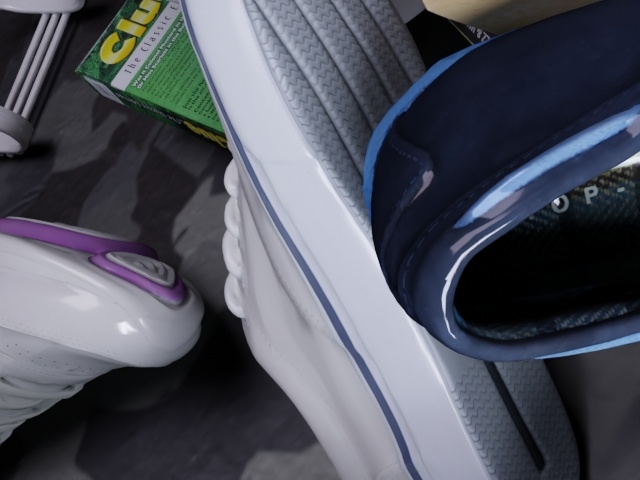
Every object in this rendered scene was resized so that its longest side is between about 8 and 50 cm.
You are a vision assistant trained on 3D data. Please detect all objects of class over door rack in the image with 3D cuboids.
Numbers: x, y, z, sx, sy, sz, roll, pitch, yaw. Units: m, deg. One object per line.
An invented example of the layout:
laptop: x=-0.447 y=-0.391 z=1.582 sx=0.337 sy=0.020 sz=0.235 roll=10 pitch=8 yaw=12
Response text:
over door rack: x=-0.290 y=-0.173 z=0.892 sx=0.324 sy=0.108 sz=0.239 roll=0 pitch=64 yaw=41

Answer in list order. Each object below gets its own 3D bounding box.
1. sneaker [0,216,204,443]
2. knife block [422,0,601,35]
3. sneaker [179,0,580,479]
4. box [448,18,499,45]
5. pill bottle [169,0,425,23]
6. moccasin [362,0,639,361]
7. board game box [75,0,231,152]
sneaker: x=-0.171 y=0.068 z=0.655 sx=0.305 sy=0.114 sz=0.152 roll=-4 pitch=75 yaw=44
knife block: x=0.183 y=-0.152 z=0.372 sx=0.088 sy=0.276 sz=0.242 roll=-99 pitch=30 yaw=-43
sneaker: x=0.000 y=0.000 z=0.452 sx=0.091 sy=0.094 sz=0.258 roll=-19 pitch=97 yaw=38
box: x=0.121 y=-0.172 z=0.482 sx=0.087 sy=0.058 sz=0.232 roll=58 pitch=140 yaw=44
pill bottle: x=-0.062 y=-0.227 z=0.584 sx=0.188 sy=0.188 sz=0.334 roll=-46 pitch=47 yaw=9
moccasin: x=0.182 y=-0.027 z=0.329 sx=0.342 sy=0.137 sz=0.117 roll=-21 pitch=22 yaw=12
board game box: x=-0.011 y=-0.170 z=0.662 sx=0.136 sy=0.030 sz=0.259 roll=27 pitch=79 yaw=38
